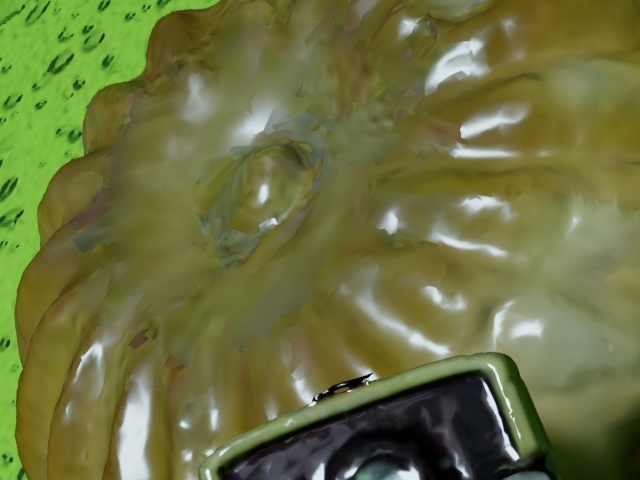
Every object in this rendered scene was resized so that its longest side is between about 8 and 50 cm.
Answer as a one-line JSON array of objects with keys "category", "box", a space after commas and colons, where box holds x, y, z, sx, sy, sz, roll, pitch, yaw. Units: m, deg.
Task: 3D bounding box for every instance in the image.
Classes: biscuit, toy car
[{"category": "biscuit", "box": [0.000, 0.000, 0.699, 0.326, 0.107, 0.325, -22, 52, 31]}, {"category": "toy car", "box": [0.053, 0.164, 0.500, 0.101, 0.124, 0.256, -21, 76, 3]}]
